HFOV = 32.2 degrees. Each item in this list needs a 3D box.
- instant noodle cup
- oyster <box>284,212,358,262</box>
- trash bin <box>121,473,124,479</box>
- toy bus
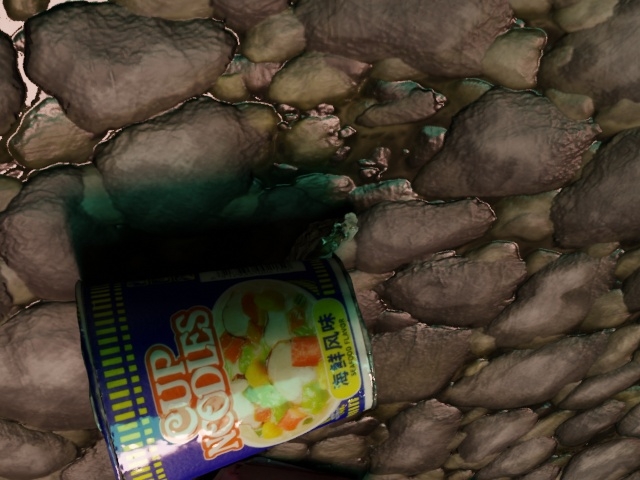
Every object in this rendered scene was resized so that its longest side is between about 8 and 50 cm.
[{"bbox_3d":[-0.107,0.144,1.318,0.313,0.284,0.284,-13,137,-8],"label":"instant noodle cup"},{"bbox_3d":[0.000,0.001,1.402,0.100,0.037,0.098,-28,159,-20],"label":"oyster"},{"bbox_3d":[-0.244,0.255,1.493,0.059,0.130,0.116,-2,134,-20],"label":"trash bin"},{"bbox_3d":[-0.055,0.441,1.766,0.303,0.127,0.147,18,121,-33],"label":"toy bus"}]
